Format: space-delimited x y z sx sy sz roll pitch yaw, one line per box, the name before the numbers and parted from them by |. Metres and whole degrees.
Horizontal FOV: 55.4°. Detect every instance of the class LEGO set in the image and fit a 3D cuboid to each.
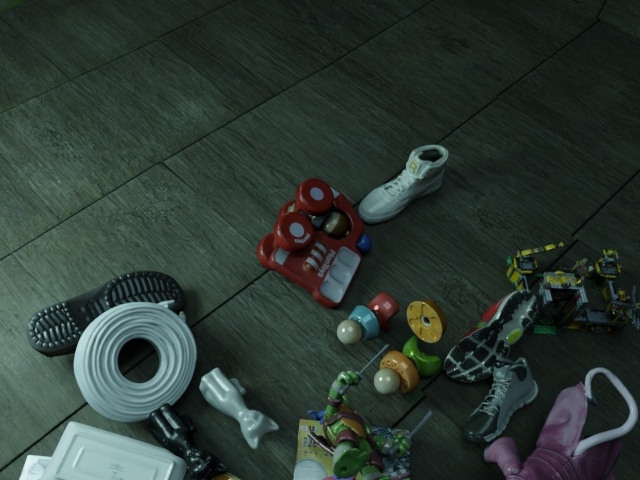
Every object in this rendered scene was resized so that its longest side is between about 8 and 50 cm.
LEGO set | 0.636 0.103 1.502 0.331 0.192 0.254 10 54 4

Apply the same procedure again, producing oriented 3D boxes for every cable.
cable | -0.395 0.262 1.327 0.257 0.089 0.257 -5 82 -33

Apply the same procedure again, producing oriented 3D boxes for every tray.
tray | -0.420 0.472 1.250 0.270 0.030 0.145 17 54 -1

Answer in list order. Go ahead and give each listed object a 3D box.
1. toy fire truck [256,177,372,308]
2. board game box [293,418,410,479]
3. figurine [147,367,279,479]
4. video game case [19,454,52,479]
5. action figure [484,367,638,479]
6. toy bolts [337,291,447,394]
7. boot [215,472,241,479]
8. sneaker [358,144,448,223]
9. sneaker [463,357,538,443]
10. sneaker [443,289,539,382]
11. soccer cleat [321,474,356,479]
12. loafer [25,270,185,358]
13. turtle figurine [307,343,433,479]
toy fire truck | 0.000 0.000 1.584 0.254 0.169 0.302 35 57 -8
board game box | 0.067 0.475 1.291 0.243 0.042 0.165 6 54 1
figurine | -0.218 0.392 1.270 0.215 0.092 0.209 -33 42 -25
video game case | -0.527 0.530 1.231 0.191 0.022 0.173 5 54 1
action figure | 0.469 0.465 1.196 0.370 0.275 0.248 -23 63 -35
toy bolts | 0.152 0.218 1.388 0.158 0.218 0.228 -25 51 -35
boot | -0.152 0.604 1.147 0.295 0.104 0.211 37 60 17
sneaker | 0.230 -0.170 1.696 0.293 0.169 0.108 -31 63 -21
sneaker | 0.386 0.334 1.348 0.229 0.132 0.086 -31 24 -30
sneaker | 0.406 0.228 1.452 0.279 0.118 0.107 -42 89 -2
soccer cleat | 0.078 0.598 1.142 0.116 0.108 0.318 -23 66 -12
loafer | -0.500 0.172 1.430 0.366 0.130 0.133 -15 71 -34
turtle figurine | 0.104 0.356 1.196 0.275 0.197 0.266 -8 21 0
